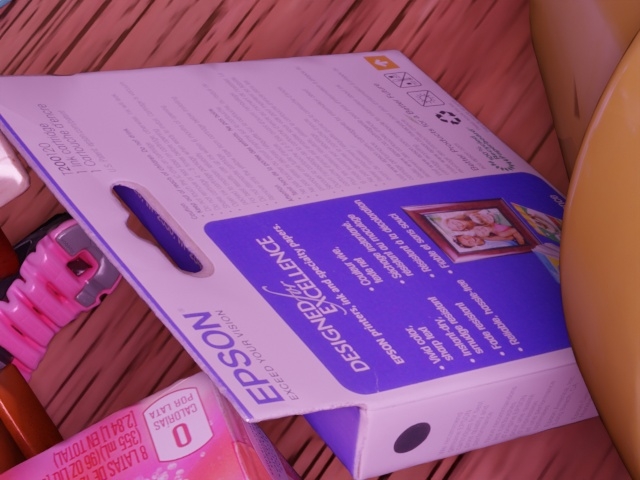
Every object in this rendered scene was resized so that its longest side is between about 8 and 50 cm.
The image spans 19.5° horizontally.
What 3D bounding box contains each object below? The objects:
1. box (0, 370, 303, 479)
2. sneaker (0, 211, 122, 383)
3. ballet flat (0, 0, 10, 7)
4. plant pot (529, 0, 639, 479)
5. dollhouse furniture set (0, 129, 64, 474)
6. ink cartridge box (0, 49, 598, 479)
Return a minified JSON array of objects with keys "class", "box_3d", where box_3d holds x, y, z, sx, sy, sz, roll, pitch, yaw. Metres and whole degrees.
[{"class":"box","box_3d":[-0.117,0.195,0.614,0.300,0.154,0.142,-28,52,4]},{"class":"sneaker","box_3d":[-0.138,0.031,0.810,0.119,0.047,0.057,-41,29,-6]},{"class":"ballet flat","box_3d":[-0.339,-0.129,0.948,0.409,0.147,0.147,-18,53,12]},{"class":"plant pot","box_3d":[0.179,-0.036,0.590,0.254,0.254,0.239,-30,35,4]},{"class":"dollhouse furniture set","box_3d":[-0.151,-0.014,0.649,0.135,0.259,0.262,-32,93,3]},{"class":"ink cartridge box","box_3d":[0.000,0.000,0.681,0.208,0.045,0.206,-7,39,-36]}]
